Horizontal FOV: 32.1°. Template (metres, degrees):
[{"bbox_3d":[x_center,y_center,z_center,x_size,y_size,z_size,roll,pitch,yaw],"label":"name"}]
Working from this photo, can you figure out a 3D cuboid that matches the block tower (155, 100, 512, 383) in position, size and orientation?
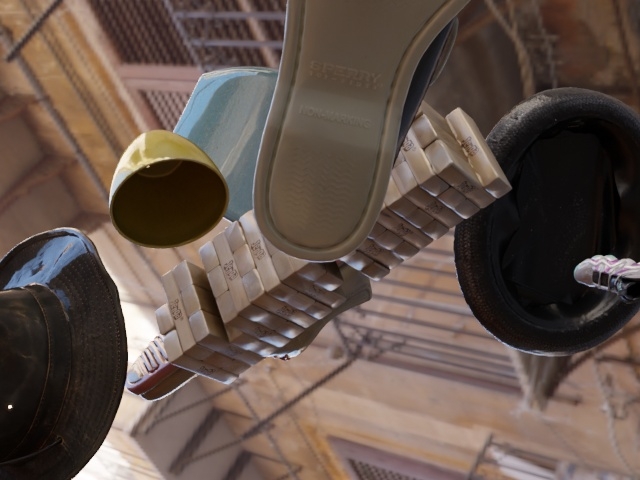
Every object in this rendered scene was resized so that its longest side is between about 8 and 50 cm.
[{"bbox_3d":[0.000,0.000,1.007,0.097,0.335,0.091,30,-150,-51],"label":"block tower"}]

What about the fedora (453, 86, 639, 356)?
[{"bbox_3d":[0.288,-0.027,1.419,0.334,0.152,0.333,-2,-82,-16],"label":"fedora"}]

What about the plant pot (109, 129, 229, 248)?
[{"bbox_3d":[-0.179,-0.071,1.268,0.134,0.095,0.134,-11,-44,-11],"label":"plant pot"}]

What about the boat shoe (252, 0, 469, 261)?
[{"bbox_3d":[0.028,-0.136,0.673,0.091,0.114,0.302,-79,13,-66],"label":"boat shoe"}]

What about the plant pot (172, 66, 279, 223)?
[{"bbox_3d":[-0.084,-0.125,1.671,0.247,0.252,0.247,-64,-15,-4],"label":"plant pot"}]

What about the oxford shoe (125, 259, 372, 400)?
[{"bbox_3d":[-0.083,0.120,1.432,0.348,0.123,0.130,-32,-67,-6],"label":"oxford shoe"}]

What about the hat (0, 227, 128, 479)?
[{"bbox_3d":[-0.346,0.129,1.138,0.134,0.331,0.331,17,-96,-43],"label":"hat"}]

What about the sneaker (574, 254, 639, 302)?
[{"bbox_3d":[0.316,0.044,1.184,0.069,0.098,0.038,-46,-50,-59],"label":"sneaker"}]
